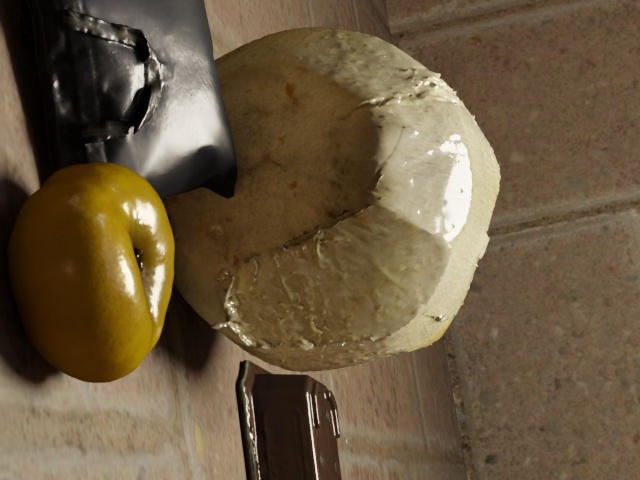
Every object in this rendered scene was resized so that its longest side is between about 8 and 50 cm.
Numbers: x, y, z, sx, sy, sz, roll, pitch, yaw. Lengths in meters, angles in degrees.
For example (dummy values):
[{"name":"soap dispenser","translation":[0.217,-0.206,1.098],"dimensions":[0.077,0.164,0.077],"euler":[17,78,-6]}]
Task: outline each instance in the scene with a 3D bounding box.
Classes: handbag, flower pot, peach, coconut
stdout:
[{"name":"handbag","translation":[-0.166,-0.147,1.342],"dimensions":[0.211,0.089,0.254],"euler":[-15,98,-49]},{"name":"flower pot","translation":[-0.022,0.260,1.783],"dimensions":[0.179,0.084,0.250],"euler":[46,34,-70]},{"name":"peach","translation":[-0.175,0.026,1.211],"dimensions":[0.179,0.103,0.179],"euler":[-1,90,-77]},{"name":"coconut","translation":[0.011,-0.036,1.590],"dimensions":[0.360,0.346,0.346],"euler":[27,52,-69]}]
